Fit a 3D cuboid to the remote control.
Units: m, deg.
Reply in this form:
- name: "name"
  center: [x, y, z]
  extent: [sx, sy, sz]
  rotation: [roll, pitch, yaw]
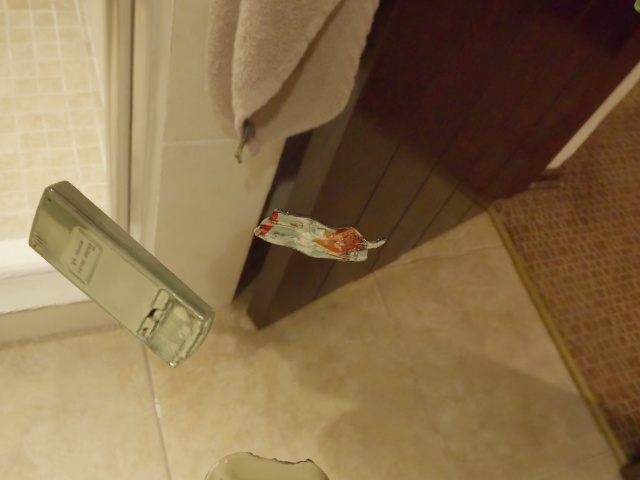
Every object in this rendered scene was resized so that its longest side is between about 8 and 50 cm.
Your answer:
- name: "remote control"
  center: [-0.267, 0.048, 0.820]
  extent: [0.285, 0.123, 0.038]
  rotation: [37, 34, 6]

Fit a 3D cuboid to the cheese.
- name: "cheese"
  center: [-0.082, 0.327, 0.739]
  extent: [0.164, 0.249, 0.070]
  rotation: [13, 93, 15]

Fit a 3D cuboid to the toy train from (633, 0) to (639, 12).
- name: "toy train"
  center: [0.333, -0.312, 0.509]
  extent: [0.202, 0.145, 0.266]
  rotation: [-25, 55, 16]

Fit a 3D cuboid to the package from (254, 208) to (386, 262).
- name: "package"
  center: [0.000, 0.000, 1.147]
  extent: [0.232, 0.166, 0.040]
  rotation: [14, 68, -18]
